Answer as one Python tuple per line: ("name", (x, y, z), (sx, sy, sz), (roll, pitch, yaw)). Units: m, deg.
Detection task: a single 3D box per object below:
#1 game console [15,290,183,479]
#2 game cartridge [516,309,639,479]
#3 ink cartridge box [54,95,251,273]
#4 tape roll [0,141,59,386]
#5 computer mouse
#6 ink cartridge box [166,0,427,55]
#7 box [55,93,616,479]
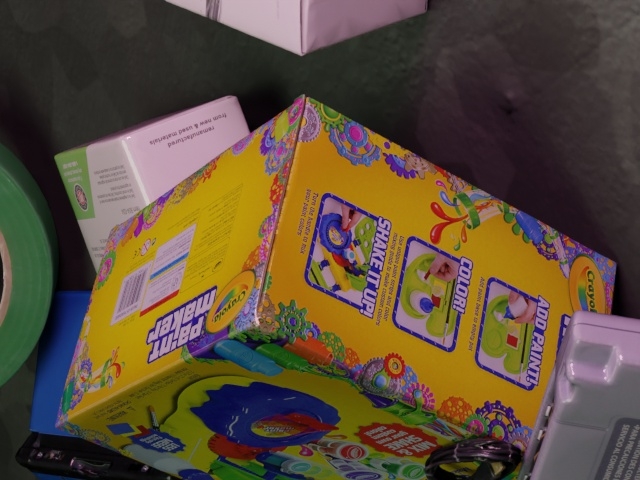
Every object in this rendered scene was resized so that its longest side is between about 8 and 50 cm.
("game console", (-0.168, 0.193, 1.662), (0.293, 0.173, 0.250), (-2, 139, 50))
("game cartridge", (0.225, 0.165, 1.029), (0.196, 0.060, 0.294), (12, 135, 3))
("ink cartridge box", (-0.111, 0.027, 1.411), (0.198, 0.114, 0.273), (-4, 108, 64))
("tape roll", (-0.433, 0.025, 1.663), (0.077, 0.321, 0.321), (-103, 2, -73))
("computer mouse", (0.092, 0.193, 1.125), (0.071, 0.041, 0.242), (12, 152, -1))
("ink cartridge box", (-0.032, -0.215, 1.202), (0.190, 0.139, 0.082), (28, 127, 37))
("box", (0.009, 0.075, 1.173), (0.279, 0.177, 0.290), (26, 149, -24))
